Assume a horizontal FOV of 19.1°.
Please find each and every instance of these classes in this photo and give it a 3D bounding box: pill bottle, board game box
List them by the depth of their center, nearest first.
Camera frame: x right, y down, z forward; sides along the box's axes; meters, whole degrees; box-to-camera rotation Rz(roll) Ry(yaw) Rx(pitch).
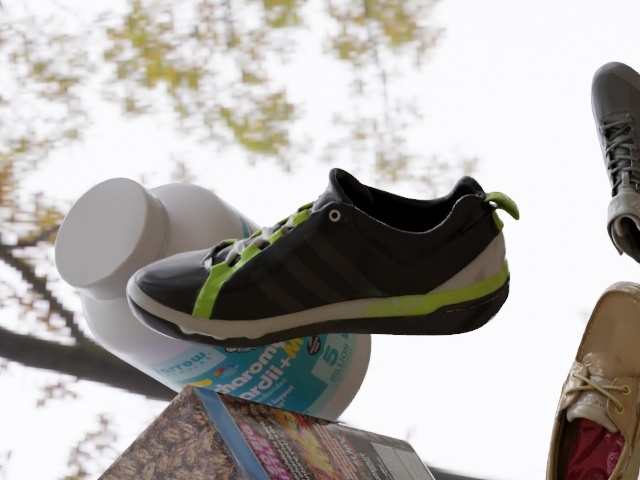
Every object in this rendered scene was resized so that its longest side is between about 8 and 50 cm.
[{"bbox_3d":[-0.001,0.258,1.417,0.141,0.232,0.291,-46,-36,17],"label":"board game box"},{"bbox_3d":[-0.087,0.050,1.488,0.264,0.146,0.146,36,-112,-44],"label":"pill bottle"}]

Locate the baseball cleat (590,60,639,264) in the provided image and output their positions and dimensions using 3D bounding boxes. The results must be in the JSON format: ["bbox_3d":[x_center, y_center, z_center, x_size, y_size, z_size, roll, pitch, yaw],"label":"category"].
[{"bbox_3d":[0.301,-0.069,1.818,0.109,0.072,0.206,-29,-82,-57],"label":"baseball cleat"}]

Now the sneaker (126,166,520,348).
[{"bbox_3d":[0.000,0.000,1.115,0.084,0.234,0.097,-80,-15,-65],"label":"sneaker"}]

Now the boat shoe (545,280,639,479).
[{"bbox_3d":[0.179,0.110,1.199,0.059,0.063,0.170,3,-83,-62],"label":"boat shoe"}]
